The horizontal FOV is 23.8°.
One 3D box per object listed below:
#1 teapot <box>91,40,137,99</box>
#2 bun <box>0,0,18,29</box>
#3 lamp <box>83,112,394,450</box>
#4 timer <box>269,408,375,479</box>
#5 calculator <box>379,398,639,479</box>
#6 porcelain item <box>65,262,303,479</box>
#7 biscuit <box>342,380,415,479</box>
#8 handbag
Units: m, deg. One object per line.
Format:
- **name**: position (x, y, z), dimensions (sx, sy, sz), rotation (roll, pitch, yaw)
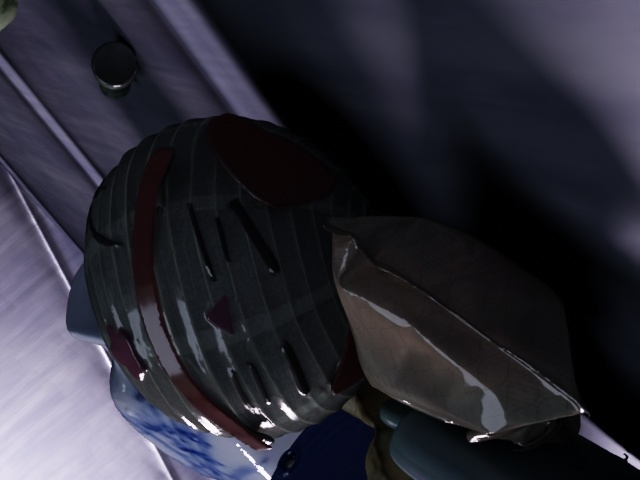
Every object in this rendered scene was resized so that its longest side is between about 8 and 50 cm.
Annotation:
- **teapot**: position (-0.194, -0.157, 1.434), dimensions (0.043, 0.043, 0.111), rotation (47, 173, -2)
- **bun**: position (-0.355, -0.272, 1.423), dimensions (0.195, 0.118, 0.195), rotation (46, 175, 6)
- **lamp**: position (-0.054, 0.024, 1.109), dimensions (0.233, 0.233, 0.265), rotation (26, 145, 60)
- **timer**: position (0.149, 0.323, 1.387), dimensions (0.383, 0.270, 0.270), rotation (40, 173, -27)
- **calculator**: position (0.155, 0.166, 1.039), dimensions (0.185, 0.041, 0.299), rotation (7, -165, -42)
- **porcelain item**: position (-0.102, 0.159, 1.690), dimensions (0.242, 0.178, 0.405), rotation (7, 147, 36)
- **biscuit**: position (0.078, 0.139, 1.200), dimensions (0.299, 0.154, 0.045), rotation (-120, 35, -51)
- **handbag**: position (0.097, 0.068, 0.952), dimensions (0.182, 0.117, 0.270), rotation (38, 176, 17)
